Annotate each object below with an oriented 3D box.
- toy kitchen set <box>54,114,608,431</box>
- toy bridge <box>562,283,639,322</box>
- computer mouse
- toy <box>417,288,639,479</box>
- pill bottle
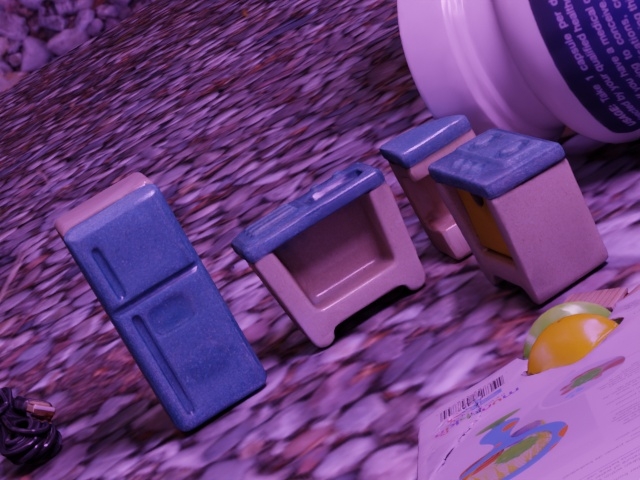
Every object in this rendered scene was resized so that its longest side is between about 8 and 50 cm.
[{"bbox_3d":[0.000,0.000,0.871,0.207,0.122,0.166,-32,15,-8],"label":"toy kitchen set"},{"bbox_3d":[0.172,-0.014,0.784,0.063,0.026,0.188,-10,24,45],"label":"toy bridge"},{"bbox_3d":[-0.231,0.142,0.999,0.193,0.042,0.106,-31,19,-25],"label":"computer mouse"},{"bbox_3d":[0.101,0.071,0.591,0.137,0.056,0.237,-32,10,7],"label":"toy"},{"bbox_3d":[0.180,-0.136,0.922,0.264,0.153,0.153,-19,18,34],"label":"pill bottle"}]
